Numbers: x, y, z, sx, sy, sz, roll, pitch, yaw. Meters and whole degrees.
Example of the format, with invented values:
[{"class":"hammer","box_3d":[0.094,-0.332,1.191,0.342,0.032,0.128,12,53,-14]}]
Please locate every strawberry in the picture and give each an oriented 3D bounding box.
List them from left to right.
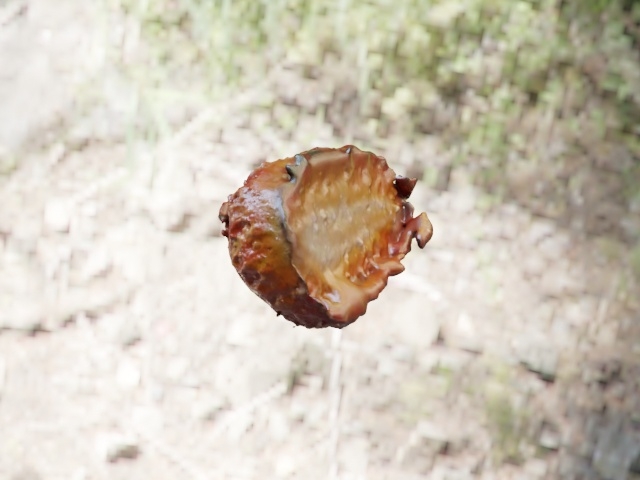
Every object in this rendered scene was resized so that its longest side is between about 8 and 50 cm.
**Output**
[{"class":"strawberry","box_3d":[0.000,0.000,1.291,0.082,0.121,0.188,-20,-2,31]}]
